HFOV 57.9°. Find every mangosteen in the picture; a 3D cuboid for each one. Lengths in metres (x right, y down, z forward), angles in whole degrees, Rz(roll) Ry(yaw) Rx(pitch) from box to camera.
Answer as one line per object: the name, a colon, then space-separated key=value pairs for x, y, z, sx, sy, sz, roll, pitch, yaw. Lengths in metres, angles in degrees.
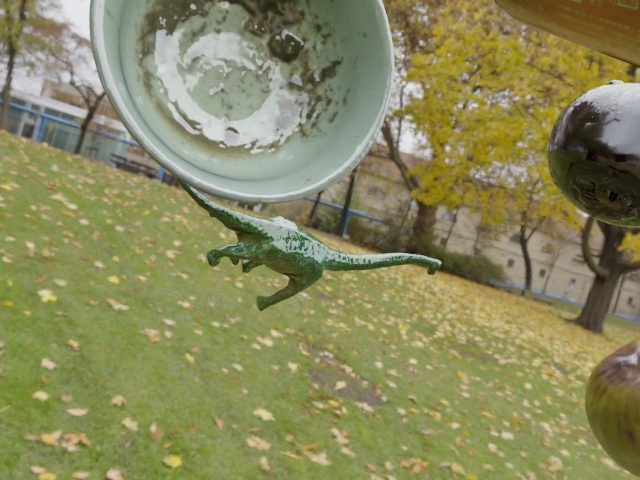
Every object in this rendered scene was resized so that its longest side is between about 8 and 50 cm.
mangosteen: x=0.448 y=-0.132 z=0.827 sx=0.243 sy=0.243 sz=0.243 roll=16 pitch=-2 yaw=0

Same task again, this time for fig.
fig: x=0.315 y=0.151 z=0.528 sx=0.121 sy=0.136 sz=0.153 roll=34 pitch=-35 yaw=8

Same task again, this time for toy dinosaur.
toy dinosaur: x=0.000 y=0.000 z=0.891 sx=0.301 sy=0.087 sz=0.447 roll=-21 pitch=-37 yaw=13

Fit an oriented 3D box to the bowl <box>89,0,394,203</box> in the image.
bowl: x=-0.084 y=-0.177 z=0.588 sx=0.289 sy=0.289 sz=0.146 roll=16 pitch=-6 yaw=-23

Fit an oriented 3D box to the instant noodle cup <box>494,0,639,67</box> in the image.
instant noodle cup: x=0.199 y=-0.181 z=0.297 sx=0.216 sy=0.215 sz=0.172 roll=17 pitch=14 yaw=-47
